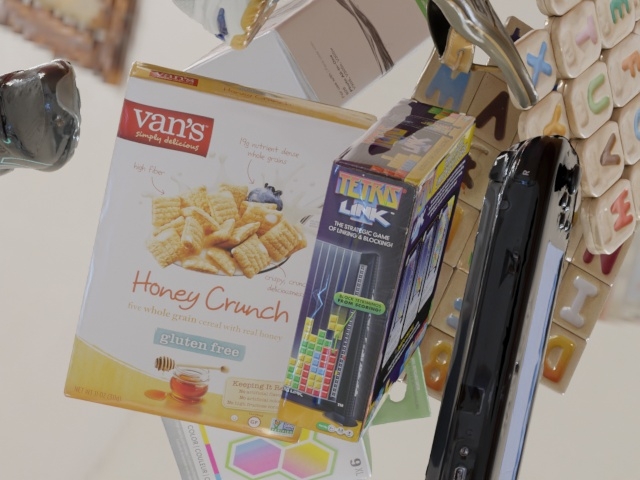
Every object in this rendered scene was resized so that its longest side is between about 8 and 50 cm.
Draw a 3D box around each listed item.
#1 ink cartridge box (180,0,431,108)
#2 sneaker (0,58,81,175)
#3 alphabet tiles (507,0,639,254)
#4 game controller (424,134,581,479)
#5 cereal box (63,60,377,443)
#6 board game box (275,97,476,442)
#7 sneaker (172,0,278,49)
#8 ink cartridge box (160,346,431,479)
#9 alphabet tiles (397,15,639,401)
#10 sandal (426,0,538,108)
[{"bbox_3d":[-0.008,-0.218,1.942,0.211,0.121,0.289,-20,-165,45],"label":"ink cartridge box"},{"bbox_3d":[-0.312,-0.106,1.607,0.106,0.101,0.267,-3,172,-34],"label":"sneaker"},{"bbox_3d":[0.252,-0.139,1.513,0.021,0.284,0.278,2,-154,38],"label":"alphabet tiles"},{"bbox_3d":[0.133,0.087,1.176,0.067,0.319,0.166,12,178,23],"label":"game controller"},{"bbox_3d":[-0.070,0.011,1.163,0.173,0.240,0.047,12,-159,-5],"label":"cereal box"},{"bbox_3d":[0.032,0.010,0.902,0.048,0.141,0.170,15,-162,11],"label":"board game box"},{"bbox_3d":[-0.071,-0.272,1.332,0.131,0.296,0.112,33,-128,1],"label":"sneaker"},{"bbox_3d":[-0.016,0.143,1.372,0.209,0.109,0.062,-10,-143,4],"label":"ink cartridge box"},{"bbox_3d":[0.165,-0.014,1.546,0.285,0.342,0.011,29,173,-28],"label":"alphabet tiles"},{"bbox_3d":[0.091,-0.143,1.130,0.180,0.049,0.072,38,-154,-49],"label":"sandal"}]
